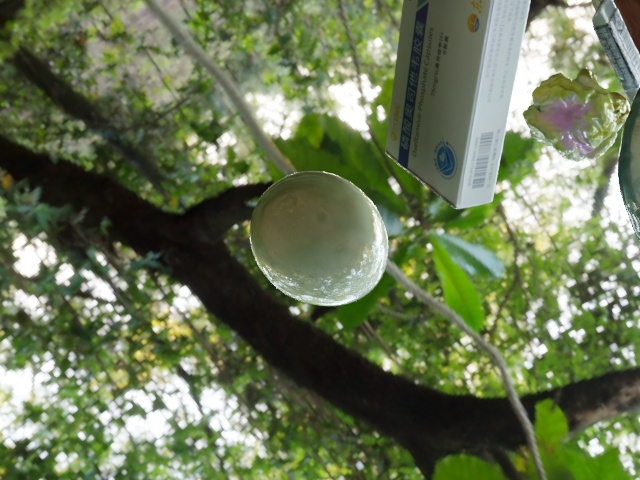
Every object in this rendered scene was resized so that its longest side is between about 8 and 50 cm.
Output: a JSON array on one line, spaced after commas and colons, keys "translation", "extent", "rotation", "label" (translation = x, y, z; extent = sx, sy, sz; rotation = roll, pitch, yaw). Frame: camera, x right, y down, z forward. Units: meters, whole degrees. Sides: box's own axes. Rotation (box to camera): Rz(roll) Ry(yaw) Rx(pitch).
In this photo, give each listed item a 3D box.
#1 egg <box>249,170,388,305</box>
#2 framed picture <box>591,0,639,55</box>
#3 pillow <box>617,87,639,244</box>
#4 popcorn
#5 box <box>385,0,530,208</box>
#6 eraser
[{"translation": [0.000, 0.000, 1.340], "extent": [0.188, 0.188, 0.254], "rotation": [-37, -143, -7], "label": "egg"}, {"translation": [0.547, -0.370, 1.366], "extent": [0.273, 0.216, 0.016], "rotation": [-25, 161, 29], "label": "framed picture"}, {"translation": [0.333, -0.057, 0.746], "extent": [0.086, 0.233, 0.214], "rotation": [-8, -109, 63], "label": "pillow"}, {"translation": [0.376, -0.186, 1.366], "extent": [0.126, 0.125, 0.145], "rotation": [-37, -154, -26], "label": "popcorn"}, {"translation": [0.182, -0.239, 1.262], "extent": [0.065, 0.343, 0.200], "rotation": [-11, -148, -26], "label": "box"}, {"translation": [0.257, -0.162, 0.790], "extent": [0.019, 0.099, 0.027], "rotation": [-7, -143, 48], "label": "eraser"}]
